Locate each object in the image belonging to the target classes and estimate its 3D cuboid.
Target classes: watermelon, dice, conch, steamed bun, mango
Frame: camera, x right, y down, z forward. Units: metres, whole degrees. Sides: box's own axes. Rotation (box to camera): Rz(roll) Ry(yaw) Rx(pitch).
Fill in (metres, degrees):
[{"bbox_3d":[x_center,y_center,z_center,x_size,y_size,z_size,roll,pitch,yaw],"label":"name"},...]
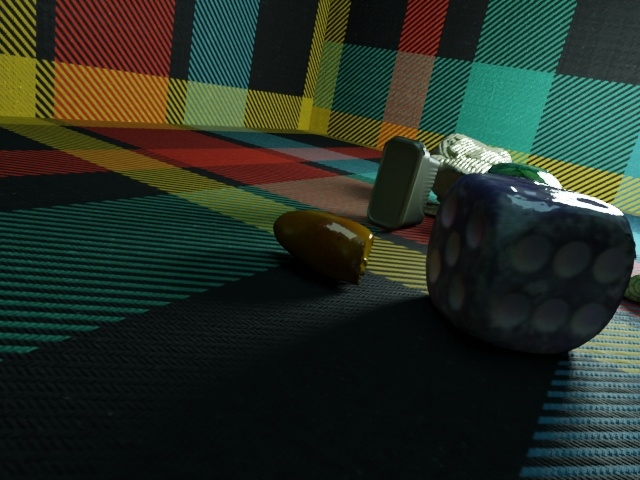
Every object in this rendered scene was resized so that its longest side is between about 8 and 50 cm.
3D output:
[{"bbox_3d":[0.669,-0.135,1.557,0.222,0.292,0.319,-2,-10,39],"label":"watermelon"},{"bbox_3d":[0.371,0.032,0.907,0.270,0.270,0.271,8,18,-10],"label":"dice"},{"bbox_3d":[0.806,0.113,1.261,0.106,0.079,0.170,24,5,19],"label":"conch"},{"bbox_3d":[0.557,-0.225,1.876,0.347,0.237,0.394,-3,40,-5],"label":"steamed bun"},{"bbox_3d":[0.000,0.000,1.026,0.252,0.126,0.154,22,9,34],"label":"mango"}]

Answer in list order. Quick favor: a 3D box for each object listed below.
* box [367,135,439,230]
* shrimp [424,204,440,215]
[{"bbox_3d":[0.261,-0.172,1.494,0.138,0.274,0.178,25,16,33],"label":"box"},{"bbox_3d":[0.437,-0.095,1.732,0.184,0.043,0.091,16,25,37],"label":"shrimp"}]
